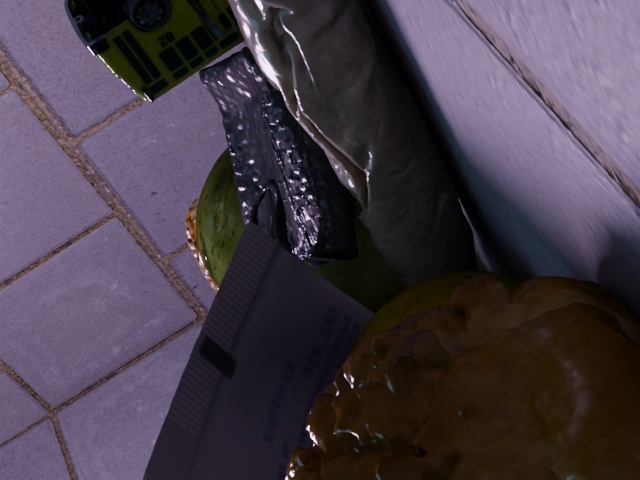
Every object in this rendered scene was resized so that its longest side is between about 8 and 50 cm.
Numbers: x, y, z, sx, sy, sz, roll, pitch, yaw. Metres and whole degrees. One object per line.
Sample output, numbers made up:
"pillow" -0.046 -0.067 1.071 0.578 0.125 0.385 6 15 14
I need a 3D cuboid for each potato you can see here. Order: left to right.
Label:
"potato" -0.002 0.003 1.339 0.304 0.215 0.216 46 170 52

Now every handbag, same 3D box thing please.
"handbag" -0.028 -0.068 1.115 0.270 0.088 0.175 -172 74 -74

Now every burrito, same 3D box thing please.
"burrito" 0.025 -0.080 0.922 0.392 0.076 0.117 58 -176 -43

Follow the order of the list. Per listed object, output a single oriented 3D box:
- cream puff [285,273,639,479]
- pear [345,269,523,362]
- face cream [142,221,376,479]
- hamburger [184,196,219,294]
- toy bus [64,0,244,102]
"cream puff" 0.103 0.185 0.635 0.327 0.231 0.343 61 -179 11
"pear" 0.092 0.097 0.924 0.149 0.162 0.149 61 -170 -18
"face cream" 0.083 0.182 1.014 0.420 0.137 0.235 35 -131 -17
"hamburger" -0.006 0.033 1.777 0.330 0.250 0.330 58 -179 -1
"toy bus" -0.101 -0.190 1.089 0.101 0.175 0.088 54 -177 -44
